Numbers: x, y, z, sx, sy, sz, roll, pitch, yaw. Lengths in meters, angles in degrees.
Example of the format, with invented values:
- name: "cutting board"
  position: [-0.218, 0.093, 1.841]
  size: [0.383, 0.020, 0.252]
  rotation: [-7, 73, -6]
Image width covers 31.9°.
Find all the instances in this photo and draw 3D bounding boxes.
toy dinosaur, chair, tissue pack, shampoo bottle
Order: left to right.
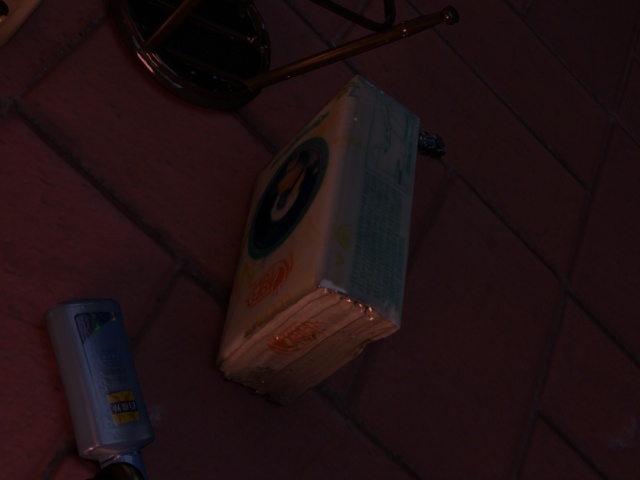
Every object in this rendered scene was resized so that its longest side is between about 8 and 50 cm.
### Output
- name: "shampoo bottle"
  position: [-0.263, 0.199, 1.376]
  size: [0.104, 0.061, 0.258]
  rotation: [-1, 66, -45]
- name: "chair"
  position: [-0.086, -0.424, 1.692]
  size: [0.365, 0.410, 0.362]
  rotation: [16, 55, -38]
- name: "tissue pack"
  position: [0.000, 0.000, 1.596]
  size: [0.162, 0.287, 0.388]
  rotation: [28, 47, -21]
- name: "toy dinosaur"
  position: [0.210, -0.184, 2.119]
  size: [0.083, 0.030, 0.047]
  rotation: [15, 57, -39]

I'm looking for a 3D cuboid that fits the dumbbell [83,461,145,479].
- name: "dumbbell"
  position: [-0.191, 0.364, 1.238]
  size: [0.290, 0.192, 0.192]
  rotation: [31, 46, -25]

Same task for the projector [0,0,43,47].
- name: "projector"
  position: [-0.457, -0.433, 1.457]
  size: [0.249, 0.249, 0.248]
  rotation: [16, 55, -38]
